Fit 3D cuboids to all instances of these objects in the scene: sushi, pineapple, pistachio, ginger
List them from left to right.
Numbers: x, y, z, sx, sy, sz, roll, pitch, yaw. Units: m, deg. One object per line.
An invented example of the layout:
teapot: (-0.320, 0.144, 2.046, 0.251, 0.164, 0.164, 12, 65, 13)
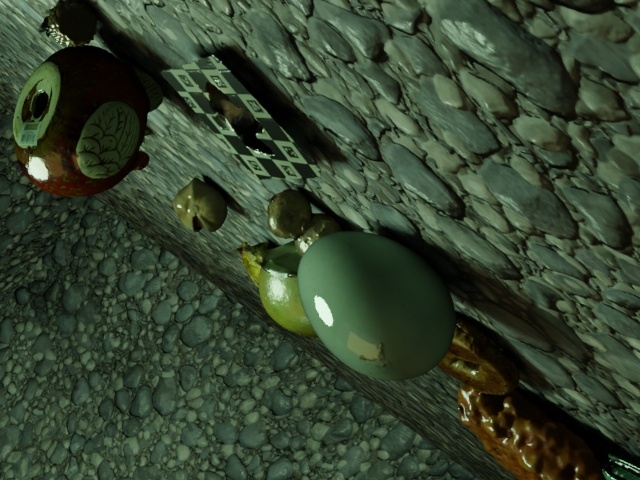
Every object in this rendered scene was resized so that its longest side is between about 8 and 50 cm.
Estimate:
pineapple: (-0.392, -0.334, 1.386, 0.074, 0.074, 0.159, 46, 170, -31)
pistachio: (-0.247, -0.070, 1.878, 0.113, 0.113, 0.149, 37, 176, 7)
sushi: (-0.094, -0.165, 1.175, 0.210, 0.040, 0.192, 47, 159, -25)
ginger: (0.000, 0.000, 1.414, 0.204, 0.080, 0.104, 39, 174, -10)

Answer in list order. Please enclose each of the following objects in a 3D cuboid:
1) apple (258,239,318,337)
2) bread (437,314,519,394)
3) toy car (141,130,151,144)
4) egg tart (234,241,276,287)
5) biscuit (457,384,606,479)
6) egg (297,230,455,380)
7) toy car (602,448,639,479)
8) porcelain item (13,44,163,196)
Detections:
apple: (-0.005, 0.087, 1.582, 0.207, 0.174, 0.188, 28, -178, -45)
bread: (0.231, 0.174, 1.421, 0.193, 0.064, 0.193, 33, 162, 12)
toy car: (-0.410, -0.246, 1.818, 0.143, 0.054, 0.073, 47, 166, -16)
egg tart: (-0.067, 0.094, 1.978, 0.279, 0.095, 0.279, 43, 169, 10)
biscuit: (0.378, 0.366, 1.547, 0.318, 0.110, 0.312, 39, 174, 34)
egg: (0.071, 0.084, 1.255, 0.264, 0.183, 0.183, 38, 171, 37)
toy car: (0.543, 0.441, 1.368, 0.321, 0.097, 0.141, 47, 167, -32)
porcelain item: (-0.361, -0.180, 1.450, 0.253, 0.253, 0.253, 37, 169, 9)
